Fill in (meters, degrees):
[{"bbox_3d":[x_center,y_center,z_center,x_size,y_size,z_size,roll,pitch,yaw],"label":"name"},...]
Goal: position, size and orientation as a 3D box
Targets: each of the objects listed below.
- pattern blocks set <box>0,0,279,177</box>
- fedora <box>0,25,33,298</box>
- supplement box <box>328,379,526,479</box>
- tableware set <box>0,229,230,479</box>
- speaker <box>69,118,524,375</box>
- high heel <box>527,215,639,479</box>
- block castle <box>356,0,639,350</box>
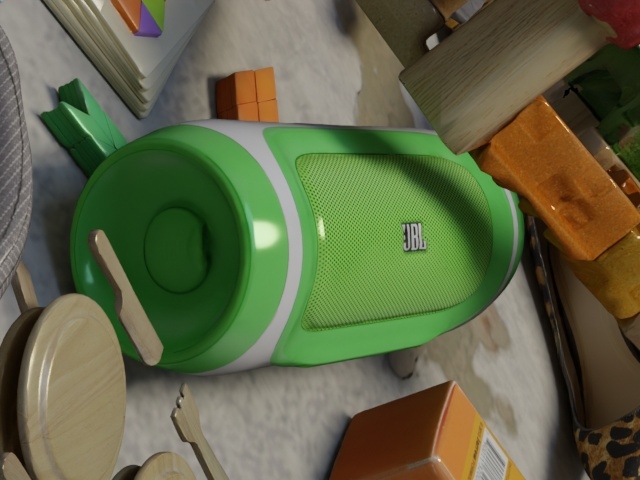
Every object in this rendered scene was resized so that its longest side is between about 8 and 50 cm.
[{"bbox_3d":[-0.106,-0.173,0.948,0.285,0.026,0.324,47,37,-31],"label":"pattern blocks set"},{"bbox_3d":[-0.191,-0.023,0.620,0.243,0.124,0.275,55,33,-22],"label":"fedora"},{"bbox_3d":[0.101,0.197,0.987,0.233,0.078,0.080,56,29,-20],"label":"supplement box"},{"bbox_3d":[-0.095,0.100,0.706,0.194,0.039,0.128,69,27,-42],"label":"tableware set"},{"bbox_3d":[0.000,0.000,0.908,0.296,0.131,0.131,-4,75,-58],"label":"speaker"},{"bbox_3d":[0.189,0.065,1.201,0.186,0.093,0.261,53,26,-20],"label":"high heel"},{"bbox_3d":[0.162,-0.170,1.051,0.303,0.213,0.453,44,16,-33],"label":"block castle"}]
